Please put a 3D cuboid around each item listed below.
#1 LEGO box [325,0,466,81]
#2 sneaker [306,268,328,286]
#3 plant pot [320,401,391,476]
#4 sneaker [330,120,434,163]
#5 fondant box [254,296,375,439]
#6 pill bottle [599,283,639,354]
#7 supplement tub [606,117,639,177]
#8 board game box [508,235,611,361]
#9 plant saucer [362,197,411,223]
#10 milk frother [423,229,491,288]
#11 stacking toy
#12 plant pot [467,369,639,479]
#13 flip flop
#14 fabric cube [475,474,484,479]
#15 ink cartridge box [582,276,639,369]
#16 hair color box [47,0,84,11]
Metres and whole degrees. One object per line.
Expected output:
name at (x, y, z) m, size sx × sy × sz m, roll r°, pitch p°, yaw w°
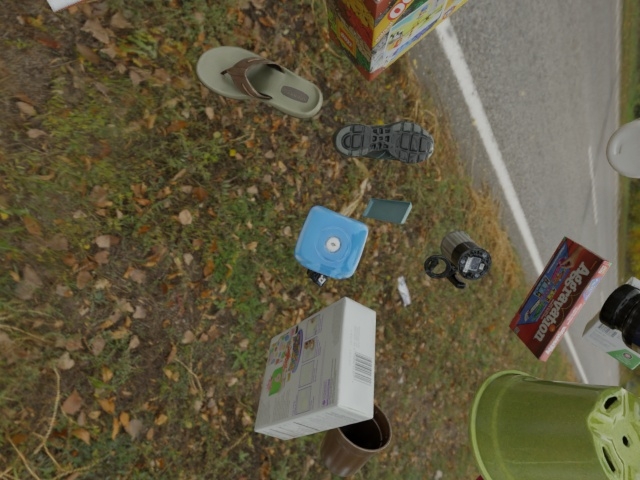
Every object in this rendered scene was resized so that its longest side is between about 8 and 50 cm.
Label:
LEGO box at (0.253, -0.672, 1.009) m, size 0.500 × 0.193 × 0.372 m, roll -39°, pitch 175°, yaw 2°
sneaker at (0.036, 0.100, 1.442) m, size 0.079 × 0.216 × 0.121 m, roll 40°, pitch 61°, yaw -22°
plant pot at (0.085, 0.544, 1.182) m, size 0.167 × 0.167 × 0.165 m, roll -17°, pitch 138°, yaw -49°
sneaker at (0.153, -0.251, 1.080) m, size 0.267 × 0.106 × 0.101 m, roll 4°, pitch 102°, yaw -14°
fondant box at (-0.016, 0.304, 0.997) m, size 0.096 × 0.330 × 0.239 m, roll 28°, pitch 48°, yaw -25°
pill bottle at (0.636, 0.172, 0.775) m, size 0.122 × 0.219 × 0.123 m, roll -13°, pitch 120°, yaw -24°
supplement tub at (0.855, -0.252, 1.120) m, size 0.199 × 0.144 × 0.145 m, roll -23°, pitch 118°, yaw -34°
board game box at (0.580, 0.142, 1.067) m, size 0.027 × 0.145 × 0.282 m, roll 17°, pitch 110°, yaw -14°
plant saucer at (0.192, -0.085, 1.256) m, size 0.018 × 0.192 × 0.067 m, roll 31°, pitch 84°, yaw -30°
milk frother at (0.326, 0.039, 1.085) m, size 0.143 × 0.135 × 0.129 m, roll 29°, pitch 105°, yaw -12°
stacking toy at (0.000, 0.000, 1.247) m, size 0.175 × 0.302 × 0.166 m, roll 21°, pitch 90°, yaw -13°
plant pot at (0.482, 0.384, 0.837) m, size 0.275 × 0.254 × 0.276 m, roll 8°, pitch 68°, yaw -21°
flip flop at (-0.127, -0.339, 0.915) m, size 0.080 × 0.276 × 0.112 m, roll -146°, pitch -102°, yaw -86°
fabric cube at (0.457, 0.744, 0.994) m, size 0.254 × 0.258 × 0.259 m, roll -62°, pitch 177°, yaw -61°
ink cartridge box at (0.897, 0.236, 1.242) m, size 0.093 × 0.154 × 0.213 m, roll -26°, pitch 145°, yaw -46°
hair color box at (-0.419, -0.464, 0.757) m, size 0.141 × 0.043 × 0.072 m, roll -23°, pitch 122°, yaw -2°
